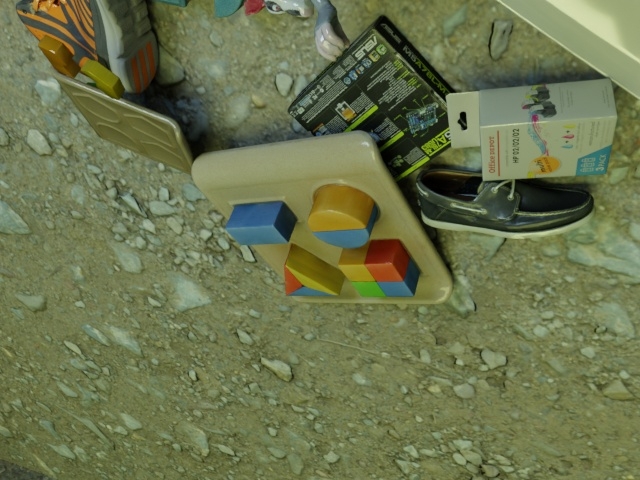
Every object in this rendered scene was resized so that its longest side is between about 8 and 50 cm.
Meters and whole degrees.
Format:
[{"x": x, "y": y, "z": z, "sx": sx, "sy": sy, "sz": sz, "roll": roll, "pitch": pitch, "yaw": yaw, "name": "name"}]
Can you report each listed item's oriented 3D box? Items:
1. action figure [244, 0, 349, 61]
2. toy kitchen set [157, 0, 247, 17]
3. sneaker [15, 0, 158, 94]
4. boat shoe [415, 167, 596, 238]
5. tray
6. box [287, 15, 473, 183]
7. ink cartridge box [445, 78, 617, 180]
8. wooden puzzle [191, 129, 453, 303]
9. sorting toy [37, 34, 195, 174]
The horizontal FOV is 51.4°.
[{"x": 0.001, "y": -0.355, "z": 0.618, "sx": 0.276, "sy": 0.248, "sz": 0.370, "roll": 40, "pitch": 134, "yaw": -8, "name": "action figure"}, {"x": -0.166, "y": -0.373, "z": 0.785, "sx": 0.166, "sy": 0.122, "sz": 0.207, "roll": 18, "pitch": 135, "yaw": 14, "name": "toy kitchen set"}, {"x": -0.334, "y": -0.350, "z": 0.899, "sx": 0.180, "sy": 0.124, "sz": 0.321, "roll": 19, "pitch": 136, "yaw": 11, "name": "sneaker"}, {"x": 0.238, "y": -0.055, "z": 0.878, "sx": 0.233, "sy": 0.084, "sz": 0.079, "roll": 6, "pitch": 132, "yaw": 29, "name": "boat shoe"}, {"x": 0.322, "y": -0.249, "z": 0.693, "sx": 0.270, "sy": 0.030, "sz": 0.145, "roll": 34, "pitch": 138, "yaw": -3, "name": "tray"}, {"x": 0.079, "y": -0.170, "z": 0.892, "sx": 0.184, "sy": 0.045, "sz": 0.191, "roll": 41, "pitch": 136, "yaw": -14, "name": "box"}, {"x": 0.242, "y": -0.125, "z": 0.782, "sx": 0.182, "sy": 0.061, "sz": 0.104, "roll": -2, "pitch": 147, "yaw": 15, "name": "ink cartridge box"}, {"x": 0.000, "y": 0.000, "z": 1.023, "sx": 0.322, "sy": 0.080, "sz": 0.347, "roll": -2, "pitch": 139, "yaw": 33, "name": "wooden puzzle"}, {"x": -0.289, "y": -0.193, "z": 0.998, "sx": 0.229, "sy": 0.041, "sz": 0.307, "roll": 27, "pitch": 166, "yaw": 7, "name": "sorting toy"}]
